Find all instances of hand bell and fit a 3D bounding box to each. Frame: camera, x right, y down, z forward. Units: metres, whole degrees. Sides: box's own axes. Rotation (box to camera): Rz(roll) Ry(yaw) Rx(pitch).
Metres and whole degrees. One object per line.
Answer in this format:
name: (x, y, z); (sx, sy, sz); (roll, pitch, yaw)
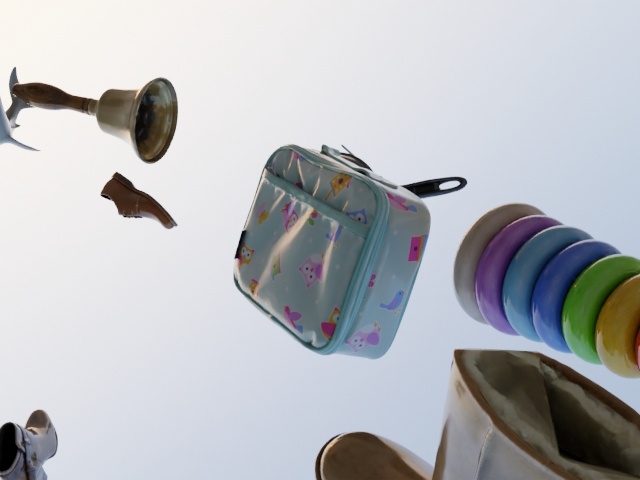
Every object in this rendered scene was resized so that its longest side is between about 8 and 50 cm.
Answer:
hand bell: (-0.347, -0.200, 0.977); (0.242, 0.126, 0.126); (15, -123, 12)

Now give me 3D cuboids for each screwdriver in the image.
screwdriver: (0.102, -0.130, 1.267); (0.025, 0.170, 0.024); (-13, -139, 52)

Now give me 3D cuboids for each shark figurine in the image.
shark figurine: (-0.513, -0.189, 1.108); (0.166, 0.116, 0.278); (-64, -167, 10)

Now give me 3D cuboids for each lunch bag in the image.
lunch bag: (0.000, 0.000, 0.822); (0.279, 0.108, 0.224); (31, -72, 52)

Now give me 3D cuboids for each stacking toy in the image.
stacking toy: (0.272, 0.069, 0.603); (0.141, 0.141, 0.330); (-42, -148, -10)

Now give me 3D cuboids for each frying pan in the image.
frying pan: (0.068, -0.047, 1.141); (0.326, 0.053, 0.197); (16, -89, 29)

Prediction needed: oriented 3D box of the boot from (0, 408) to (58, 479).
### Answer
boot: (-0.322, 0.220, 0.722); (0.042, 0.087, 0.118); (-17, -130, -7)

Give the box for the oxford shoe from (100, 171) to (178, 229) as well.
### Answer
oxford shoe: (-0.402, -0.071, 1.468); (0.212, 0.076, 0.076); (30, -109, 24)

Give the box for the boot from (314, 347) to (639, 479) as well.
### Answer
boot: (0.094, 0.161, 0.477); (0.236, 0.269, 0.089); (30, -127, 27)
